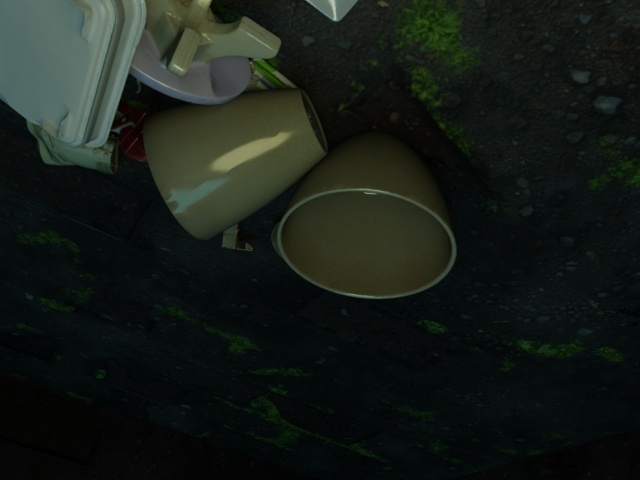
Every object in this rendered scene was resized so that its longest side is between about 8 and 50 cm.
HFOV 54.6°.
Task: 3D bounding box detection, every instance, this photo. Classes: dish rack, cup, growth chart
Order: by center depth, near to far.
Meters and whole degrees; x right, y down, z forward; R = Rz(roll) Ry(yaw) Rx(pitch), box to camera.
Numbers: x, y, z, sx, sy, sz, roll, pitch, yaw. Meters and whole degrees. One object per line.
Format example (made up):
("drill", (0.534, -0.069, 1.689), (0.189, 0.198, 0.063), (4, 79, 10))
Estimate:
("dish rack", (-0.417, -0.303, 0.910), (0.285, 0.072, 0.333), (37, 134, -1))
("growth chart", (-0.133, -0.256, 1.206), (0.172, 0.021, 0.237), (29, 139, -25))
("cup", (0.096, -0.073, 1.210), (0.330, 0.237, 0.331), (6, 143, 4))

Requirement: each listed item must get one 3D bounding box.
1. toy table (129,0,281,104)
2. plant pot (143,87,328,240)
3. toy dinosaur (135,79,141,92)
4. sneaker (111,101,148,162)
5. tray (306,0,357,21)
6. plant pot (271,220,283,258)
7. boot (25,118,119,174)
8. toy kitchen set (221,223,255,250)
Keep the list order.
("toy table", (-0.208, -0.334, 0.960), (0.274, 0.252, 0.161), (14, 161, -28))
("plant pot", (-0.134, -0.167, 1.137), (0.273, 0.257, 0.256), (-21, 136, 11))
("toy dinosaur", (-0.357, -0.334, 1.146), (0.183, 0.053, 0.092), (24, 126, -29))
("sneaker", (-0.333, -0.194, 1.224), (0.087, 0.221, 0.128), (-48, 137, 4))
("tray", (-0.037, -0.455, 0.919), (0.270, 0.030, 0.145), (29, 138, -23))
("plant pot", (0.000, 0.000, 1.498), (0.236, 0.032, 0.236), (7, 142, 5))
("boot", (-0.511, -0.221, 1.293), (0.165, 0.077, 0.213), (12, 148, -2))
("toy kitchen set", (-0.194, -0.015, 1.524), (0.068, 0.075, 0.083), (8, -177, 8))
